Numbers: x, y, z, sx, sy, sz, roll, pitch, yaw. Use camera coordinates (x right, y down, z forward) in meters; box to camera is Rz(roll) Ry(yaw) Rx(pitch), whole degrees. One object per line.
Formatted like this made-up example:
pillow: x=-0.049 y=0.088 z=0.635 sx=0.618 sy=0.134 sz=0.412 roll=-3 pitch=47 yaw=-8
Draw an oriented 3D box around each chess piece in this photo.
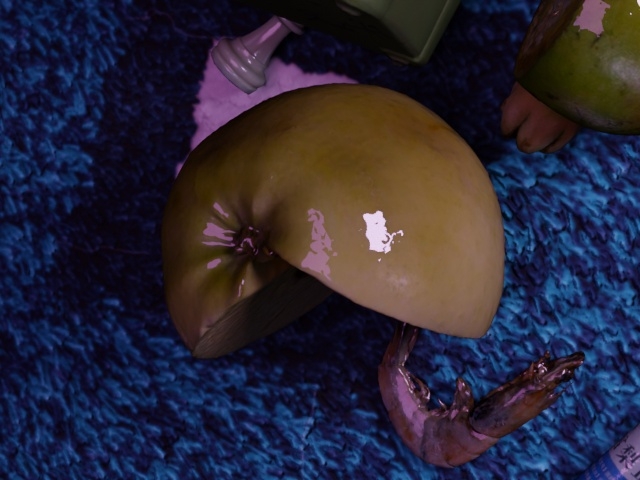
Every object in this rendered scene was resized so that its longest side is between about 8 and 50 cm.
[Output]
chess piece: x=-0.032 y=-0.205 z=1.593 sx=0.149 sy=0.059 sz=0.059 roll=-41 pitch=78 yaw=13

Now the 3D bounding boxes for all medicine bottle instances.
medicine bottle: x=0.266 y=0.206 z=1.491 sx=0.191 sy=0.051 sz=0.051 roll=-45 pitch=76 yaw=20

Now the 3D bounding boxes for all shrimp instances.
shrimp: x=0.136 y=0.115 z=1.553 sx=0.195 sy=0.035 sz=0.148 roll=-36 pitch=77 yaw=22

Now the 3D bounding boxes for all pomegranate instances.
pomegranate: x=0.251 y=-0.150 z=1.407 sx=0.159 sy=0.190 sz=0.241 roll=32 pitch=105 yaw=-8

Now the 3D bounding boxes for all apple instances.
apple: x=0.004 y=-0.021 z=1.474 sx=0.295 sy=0.258 sz=0.233 roll=-7 pitch=82 yaw=31

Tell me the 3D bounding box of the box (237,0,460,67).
box: x=-0.024 y=-0.283 z=1.461 sx=0.329 sy=0.253 sz=0.177 roll=24 pitch=90 yaw=21
